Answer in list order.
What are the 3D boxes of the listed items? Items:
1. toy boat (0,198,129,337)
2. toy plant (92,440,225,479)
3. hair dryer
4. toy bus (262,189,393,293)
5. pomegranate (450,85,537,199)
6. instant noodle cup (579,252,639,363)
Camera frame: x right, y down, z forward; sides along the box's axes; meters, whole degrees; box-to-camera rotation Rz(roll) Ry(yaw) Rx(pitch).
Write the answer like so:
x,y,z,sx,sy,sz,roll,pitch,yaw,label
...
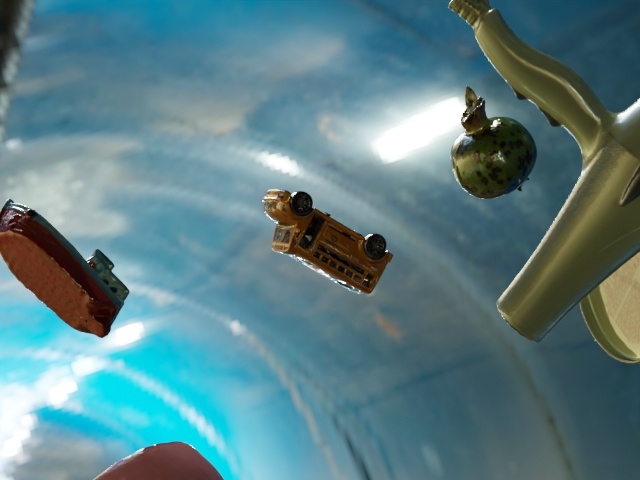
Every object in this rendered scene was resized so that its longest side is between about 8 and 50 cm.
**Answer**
x,y,z,sx,sy,sz,roll,pitch,yaw,label
-0.258,0.024,1.852,0.173,0.059,0.069,41,-48,8,toy boat
-0.110,0.391,2.075,0.356,0.317,0.210,52,-16,31,toy plant
0.219,-0.056,1.776,0.119,0.298,0.296,-6,116,-79,hair dryer
0.000,0.000,2.641,0.194,0.088,0.083,30,-10,-21,toy bus
0.223,-0.128,2.504,0.161,0.122,0.122,64,-12,-18,pomegranate
0.419,0.042,2.184,0.235,0.178,0.234,32,-53,58,instant noodle cup
